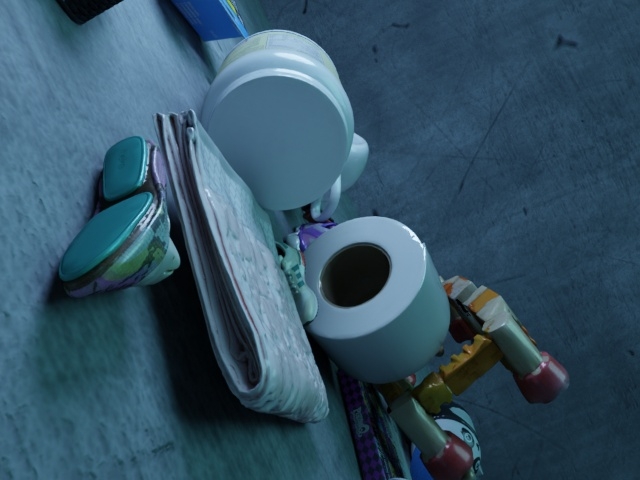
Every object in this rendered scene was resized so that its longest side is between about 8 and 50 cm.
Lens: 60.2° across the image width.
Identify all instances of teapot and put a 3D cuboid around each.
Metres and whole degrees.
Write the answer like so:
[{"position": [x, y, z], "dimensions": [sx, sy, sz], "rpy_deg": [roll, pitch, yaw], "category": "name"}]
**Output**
[{"position": [-0.019, -0.167, 1.260], "dimensions": [0.253, 0.187, 0.256], "rpy_deg": [25, 22, 18], "category": "teapot"}]

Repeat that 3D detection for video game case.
[{"position": [0.109, 0.372, 1.014], "dimensions": [0.210, 0.042, 0.232], "rpy_deg": [57, 12, -42], "category": "video game case"}]

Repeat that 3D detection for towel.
[{"position": [-0.074, 0.052, 0.647], "dimensions": [0.332, 0.053, 0.316], "rpy_deg": [63, 6, -67], "category": "towel"}]

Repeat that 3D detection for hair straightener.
[{"position": [0.038, -0.042, 1.489], "dimensions": [0.230, 0.047, 0.089], "rpy_deg": [32, 25, -31], "category": "hair straightener"}]

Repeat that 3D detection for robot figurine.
[{"position": [0.315, 0.507, 1.403], "dimensions": [0.209, 0.173, 0.278], "rpy_deg": [26, 6, 7], "category": "robot figurine"}]

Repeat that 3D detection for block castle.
[{"position": [0.265, 0.261, 1.122], "dimensions": [0.213, 0.303, 0.453], "rpy_deg": [50, -1, -8], "category": "block castle"}]

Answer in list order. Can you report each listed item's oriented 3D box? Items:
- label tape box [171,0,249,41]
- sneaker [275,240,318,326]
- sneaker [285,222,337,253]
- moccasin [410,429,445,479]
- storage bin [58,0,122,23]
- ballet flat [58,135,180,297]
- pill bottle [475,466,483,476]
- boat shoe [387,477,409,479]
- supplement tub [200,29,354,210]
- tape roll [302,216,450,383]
[{"position": [-0.258, -0.525, 1.084], "dimensions": [0.333, 0.106, 0.240], "rpy_deg": [70, 11, 21], "category": "label tape box"}, {"position": [-0.055, 0.066, 0.889], "dimensions": [0.075, 0.057, 0.161], "rpy_deg": [34, 30, -41], "category": "sneaker"}, {"position": [0.000, 0.000, 1.182], "dimensions": [0.095, 0.105, 0.236], "rpy_deg": [63, 8, -5], "category": "sneaker"}, {"position": [0.253, 0.567, 1.140], "dimensions": [0.342, 0.138, 0.116], "rpy_deg": [-82, 153, -48], "category": "moccasin"}, {"position": [-0.265, -0.341, 0.632], "dimensions": [0.122, 0.084, 0.180], "rpy_deg": [58, 10, -35], "category": "storage bin"}, {"position": [-0.152, -0.013, 0.458], "dimensions": [0.221, 0.077, 0.079], "rpy_deg": [-109, 174, -55], "category": "ballet flat"}, {"position": [0.365, 0.626, 1.499], "dimensions": [0.078, 0.137, 0.078], "rpy_deg": [62, 9, -18], "category": "pill bottle"}, {"position": [0.158, 0.489, 0.853], "dimensions": [0.088, 0.096, 0.267], "rpy_deg": [-53, 129, -48], "category": "boat shoe"}, {"position": [-0.070, -0.206, 0.912], "dimensions": [0.235, 0.236, 0.324], "rpy_deg": [61, 10, -27], "category": "supplement tub"}, {"position": [0.087, 0.103, 0.965], "dimensions": [0.246, 0.246, 0.169], "rpy_deg": [-106, 168, -44], "category": "tape roll"}]
